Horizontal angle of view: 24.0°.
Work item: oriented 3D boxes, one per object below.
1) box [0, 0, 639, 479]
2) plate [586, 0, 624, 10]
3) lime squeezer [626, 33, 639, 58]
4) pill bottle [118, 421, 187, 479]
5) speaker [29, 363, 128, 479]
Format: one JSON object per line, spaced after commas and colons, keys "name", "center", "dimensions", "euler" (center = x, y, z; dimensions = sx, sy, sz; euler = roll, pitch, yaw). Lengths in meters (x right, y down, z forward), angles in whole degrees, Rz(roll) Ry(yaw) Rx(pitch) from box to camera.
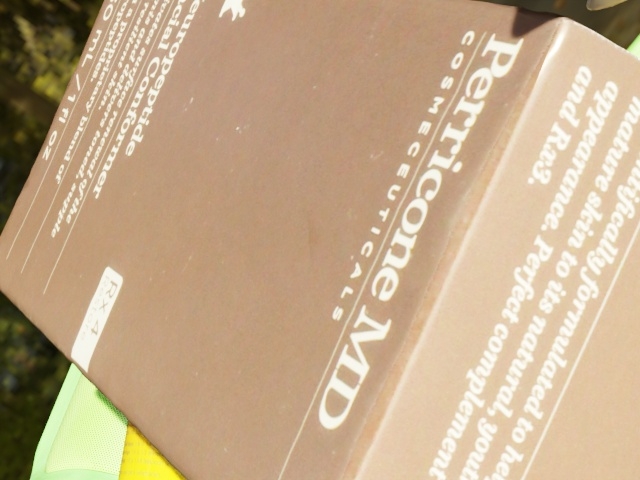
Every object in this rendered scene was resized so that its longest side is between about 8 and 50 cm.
{"name": "box", "center": [0.000, 0.000, 0.619], "dimensions": [0.381, 0.143, 0.191], "euler": [26, 92, 59]}
{"name": "plate", "center": [0.131, -0.216, 0.379], "dimensions": [0.278, 0.045, 0.277], "euler": [48, -120, -81]}
{"name": "lime squeezer", "center": [0.201, -0.169, 0.711], "dimensions": [0.310, 0.059, 0.110], "euler": [-59, 29, -4]}
{"name": "pill bottle", "center": [-0.061, 0.157, 0.875], "dimensions": [0.117, 0.117, 0.215], "euler": [144, 135, -72]}
{"name": "speaker", "center": [-0.149, 0.144, 1.239], "dimensions": [0.131, 0.131, 0.296], "euler": [-50, 18, 45]}
